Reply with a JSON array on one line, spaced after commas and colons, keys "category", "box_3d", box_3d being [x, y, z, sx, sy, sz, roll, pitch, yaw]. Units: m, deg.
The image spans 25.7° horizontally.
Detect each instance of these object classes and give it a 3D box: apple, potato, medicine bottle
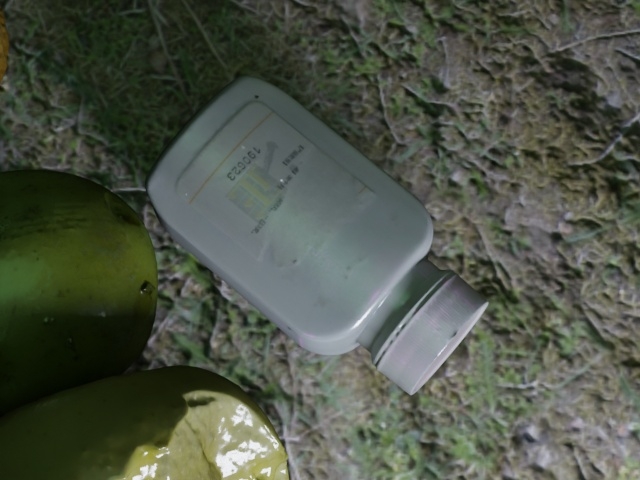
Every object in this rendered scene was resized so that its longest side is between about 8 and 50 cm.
[{"category": "apple", "box_3d": [-0.149, 0.229, 1.074, 0.279, 0.279, 0.279, 0, 74, -1]}, {"category": "potato", "box_3d": [-0.279, 0.055, 1.151, 0.304, 0.216, 0.216, -25, 75, 5]}, {"category": "medicine bottle", "box_3d": [0.000, 0.000, 1.220, 0.296, 0.111, 0.161, 38, 78, 12]}]

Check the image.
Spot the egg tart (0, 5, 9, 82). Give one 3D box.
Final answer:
[{"category": "egg tart", "box_3d": [-0.387, -0.191, 1.250, 0.202, 0.147, 0.202, 1, 75, -2]}]
